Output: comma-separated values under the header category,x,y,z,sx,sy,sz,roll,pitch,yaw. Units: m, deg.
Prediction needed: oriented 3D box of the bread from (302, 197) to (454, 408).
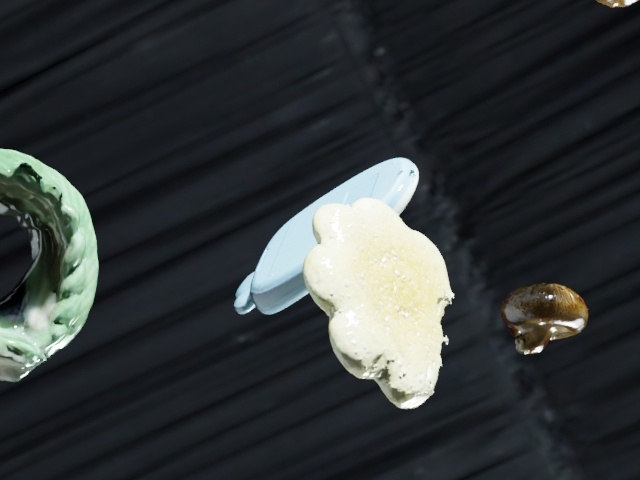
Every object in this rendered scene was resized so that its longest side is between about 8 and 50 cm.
category,x,y,z,sx,sy,sz,roll,pitch,yaw
bread,0.060,0.047,1.623,0.182,0.039,0.251,42,34,-22

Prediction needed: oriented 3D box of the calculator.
category,x,y,z,sx,sy,sz,roll,pitch,yaw
calculator,0.000,0.000,1.922,0.042,0.303,0.188,47,30,-18

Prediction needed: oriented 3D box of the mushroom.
category,x,y,z,sx,sy,sz,roll,pitch,yaw
mushroom,0.286,0.096,2.056,0.085,0.109,0.126,61,-10,16

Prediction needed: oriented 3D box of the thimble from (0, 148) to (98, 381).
category,x,y,z,sx,sy,sz,roll,pitch,yaw
thimble,-0.315,0.023,1.487,0.219,0.219,0.150,63,-17,-9

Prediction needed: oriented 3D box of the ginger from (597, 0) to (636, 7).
category,x,y,z,sx,sy,sz,roll,pitch,yaw
ginger,0.373,-0.433,1.909,0.172,0.165,0.321,38,-40,11
